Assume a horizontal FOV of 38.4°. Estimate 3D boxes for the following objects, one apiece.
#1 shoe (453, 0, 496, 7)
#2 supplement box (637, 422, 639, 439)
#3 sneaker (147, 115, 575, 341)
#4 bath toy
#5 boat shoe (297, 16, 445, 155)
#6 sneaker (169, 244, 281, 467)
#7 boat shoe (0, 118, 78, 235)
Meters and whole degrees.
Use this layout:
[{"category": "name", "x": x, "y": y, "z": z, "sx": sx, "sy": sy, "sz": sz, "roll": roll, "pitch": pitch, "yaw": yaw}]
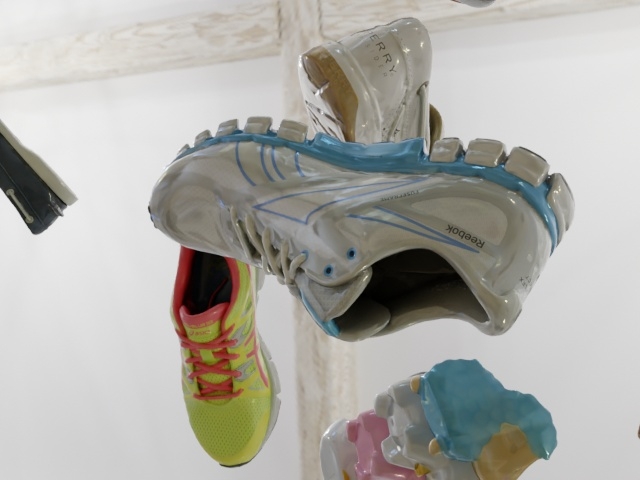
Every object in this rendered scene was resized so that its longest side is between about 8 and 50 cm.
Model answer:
[{"category": "shoe", "x": 0.068, "y": -0.246, "z": 0.784, "sx": 0.178, "sy": 0.081, "sz": 0.063, "roll": 32, "pitch": -110, "yaw": -6}, {"category": "supplement box", "x": 0.369, "y": 0.168, "z": 0.699, "sx": 0.233, "sy": 0.078, "sz": 0.080, "roll": 31, "pitch": -67, "yaw": 35}, {"category": "sneaker", "x": 0.000, "y": 0.000, "z": 0.378, "sx": 0.191, "sy": 0.083, "sz": 0.071, "roll": 4, "pitch": -43, "yaw": 29}, {"category": "bath toy", "x": 0.109, "y": 0.229, "z": 0.992, "sx": 0.348, "sy": 0.129, "sz": 0.151, "roll": 133, "pitch": -52, "yaw": -62}, {"category": "boat shoe", "x": 0.052, "y": -0.066, "z": 0.692, "sx": 0.096, "sy": 0.277, "sz": 0.098, "roll": -29, "pitch": -109, "yaw": -7}, {"category": "sneaker", "x": -0.085, "y": 0.078, "z": 0.727, "sx": 0.082, "sy": 0.094, "sz": 0.208, "roll": -7, "pitch": -93, "yaw": 13}, {"category": "boat shoe", "x": -0.402, "y": -0.115, "z": 1.086, "sx": 0.079, "sy": 0.095, "sz": 0.254, "roll": -45, "pitch": -73, "yaw": -8}]
